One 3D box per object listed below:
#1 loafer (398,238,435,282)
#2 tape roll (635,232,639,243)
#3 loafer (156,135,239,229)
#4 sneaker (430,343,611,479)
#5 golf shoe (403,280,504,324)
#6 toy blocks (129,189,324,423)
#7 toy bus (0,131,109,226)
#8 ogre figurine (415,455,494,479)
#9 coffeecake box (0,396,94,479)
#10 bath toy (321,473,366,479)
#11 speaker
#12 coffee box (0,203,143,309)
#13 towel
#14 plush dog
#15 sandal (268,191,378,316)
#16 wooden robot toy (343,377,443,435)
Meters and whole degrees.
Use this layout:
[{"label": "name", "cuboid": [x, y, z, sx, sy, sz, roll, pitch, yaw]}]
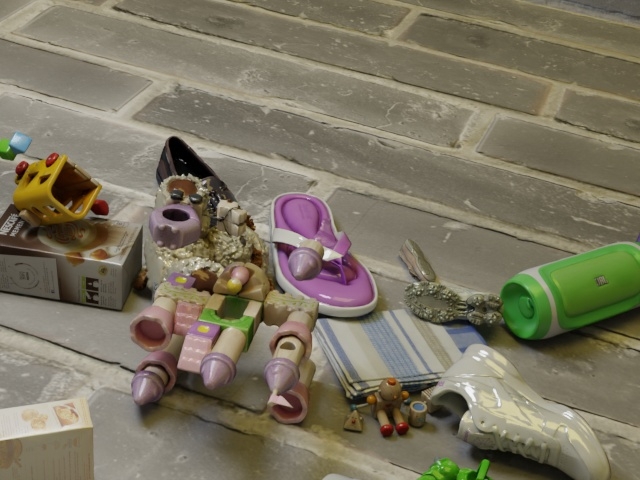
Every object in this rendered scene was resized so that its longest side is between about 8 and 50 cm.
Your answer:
[{"label": "loafer", "cuboid": [0.180, 0.048, 2.186, 0.045, 0.039, 0.125, 27, 25, -33]}, {"label": "tape roll", "cuboid": [0.684, 0.047, 2.206, 0.189, 0.080, 0.189, 11, 29, -6]}, {"label": "loafer", "cuboid": [-0.242, -0.101, 2.277, 0.109, 0.095, 0.302, -15, 39, -28]}, {"label": "sneaker", "cuboid": [0.302, 0.294, 1.785, 0.152, 0.114, 0.305, -36, 55, -25]}, {"label": "golf shoe", "cuboid": [0.233, 0.110, 2.046, 0.176, 0.069, 0.086, 12, 7, 6]}, {"label": "toy blocks", "cuboid": [-0.149, 0.134, 1.749, 0.289, 0.309, 0.260, 11, 28, 8]}, {"label": "toy bus", "cuboid": [-0.476, -0.076, 2.007, 0.191, 0.202, 0.104, 19, 62, 8]}, {"label": "ogre figurine", "cuboid": [0.212, 0.377, 1.643, 0.197, 0.097, 0.118, 8, 44, 23]}, {"label": "coffeecake box", "cuboid": [-0.410, 0.302, 1.605, 0.185, 0.142, 0.068, -6, 35, -19]}, {"label": "bath toy", "cuboid": [-0.002, 0.434, 1.467, 0.151, 0.129, 0.348, 51, 48, -10]}, {"label": "speaker", "cuboid": [0.469, 0.088, 2.088, 0.296, 0.131, 0.131, -15, 39, -28]}, {"label": "coffee box", "cuboid": [-0.450, 0.027, 2.048, 0.246, 0.098, 0.141, 8, 32, 3]}, {"label": "towel", "cuboid": [0.145, 0.185, 1.973, 0.285, 0.034, 0.209, -5, 33, -20]}, {"label": "plush dog", "cuboid": [-0.191, 0.036, 2.047, 0.225, 0.210, 0.262, 2, 57, -34]}, {"label": "sandal", "cuboid": [-0.015, 0.002, 2.143, 0.169, 0.102, 0.416, -8, 32, -17]}, {"label": "wooden robot toy", "cuboid": [0.119, 0.252, 1.826, 0.173, 0.079, 0.076, -6, 35, -17]}]
